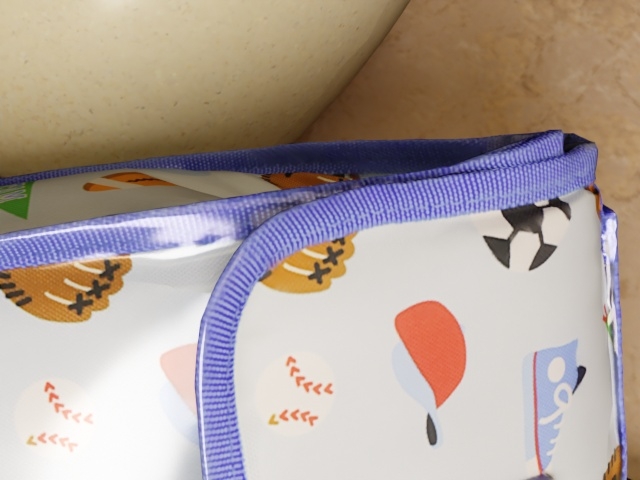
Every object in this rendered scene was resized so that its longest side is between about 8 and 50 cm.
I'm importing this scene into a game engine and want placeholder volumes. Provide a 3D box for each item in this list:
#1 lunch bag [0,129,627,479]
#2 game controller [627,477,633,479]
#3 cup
[{"bbox_3d":[-0.056,0.125,0.495,0.385,0.239,0.328,-5,103,3],"label":"lunch bag"},{"bbox_3d":[0.124,0.285,0.627,0.166,0.067,0.319,24,78,-13],"label":"game controller"},{"bbox_3d":[-0.118,-0.142,0.657,0.331,0.331,0.237,22,91,2],"label":"cup"}]
